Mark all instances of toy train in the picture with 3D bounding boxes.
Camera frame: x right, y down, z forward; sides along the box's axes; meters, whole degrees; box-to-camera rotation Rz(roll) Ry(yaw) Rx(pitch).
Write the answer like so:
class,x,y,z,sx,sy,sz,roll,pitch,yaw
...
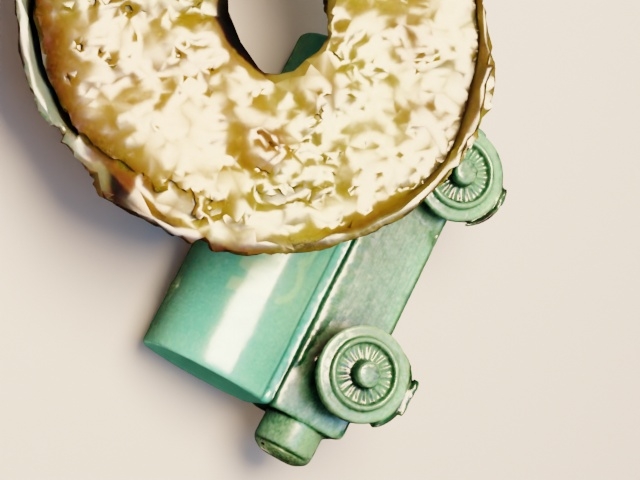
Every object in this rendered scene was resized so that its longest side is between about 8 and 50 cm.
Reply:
class,x,y,z,sx,sy,sz,roll,pitch,yaw
toy train,0.000,0.000,1.050,0.159,0.101,0.248,29,77,-15

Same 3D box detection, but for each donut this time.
class,x,y,z,sx,sy,sz,roll,pitch,yaw
donut,-0.035,-0.121,0.976,0.272,0.107,0.272,0,86,-6
